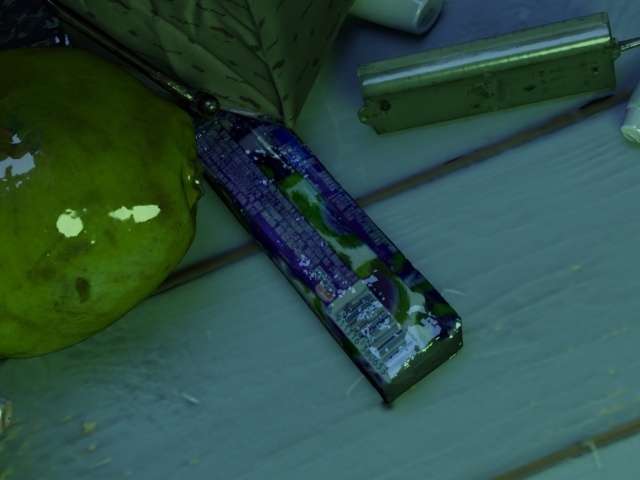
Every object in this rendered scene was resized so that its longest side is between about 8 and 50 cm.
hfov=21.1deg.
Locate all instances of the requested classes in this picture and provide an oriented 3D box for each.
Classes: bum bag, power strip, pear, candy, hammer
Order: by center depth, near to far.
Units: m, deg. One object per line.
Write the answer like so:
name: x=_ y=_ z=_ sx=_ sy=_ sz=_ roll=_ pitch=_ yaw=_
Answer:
pear: x=-0.249 y=-0.033 z=1.438 sx=0.321 sy=0.269 sz=0.269 roll=1 pitch=65 yaw=20
hammer: x=-0.163 y=-0.154 z=1.445 sx=0.178 sy=0.065 sz=0.021 roll=32 pitch=82 yaw=-11
candy: x=0.000 y=0.000 z=1.465 sx=0.088 sy=0.061 sz=0.312 roll=-36 pitch=63 yaw=-7
power strip: x=0.161 y=-0.146 z=1.479 sx=0.268 sy=0.092 sz=0.034 roll=-11 pitch=65 yaw=8
bum bag: x=-0.220 y=-0.210 z=1.615 sx=0.248 sy=0.069 sz=0.102 roll=-12 pitch=78 yaw=9

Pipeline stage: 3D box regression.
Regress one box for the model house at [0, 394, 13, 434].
model house: x=-0.346 y=0.174 z=1.358 sx=0.237 sy=0.202 sz=0.237 roll=15 pitch=98 yaw=12

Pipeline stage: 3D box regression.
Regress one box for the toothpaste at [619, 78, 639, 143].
toothpaste: x=0.315 y=-0.176 z=1.495 sx=0.052 sy=0.033 sz=0.218 roll=23 pitch=67 yaw=18

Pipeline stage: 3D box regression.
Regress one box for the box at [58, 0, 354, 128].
box: x=-0.108 y=-0.263 z=1.422 sx=0.225 sy=0.297 sz=0.190 roll=18 pitch=70 yaw=18

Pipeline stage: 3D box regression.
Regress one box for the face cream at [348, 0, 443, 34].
face cream: x=0.028 y=-0.246 z=1.583 sx=0.182 sy=0.051 sz=0.072 roll=31 pitch=76 yaw=25
